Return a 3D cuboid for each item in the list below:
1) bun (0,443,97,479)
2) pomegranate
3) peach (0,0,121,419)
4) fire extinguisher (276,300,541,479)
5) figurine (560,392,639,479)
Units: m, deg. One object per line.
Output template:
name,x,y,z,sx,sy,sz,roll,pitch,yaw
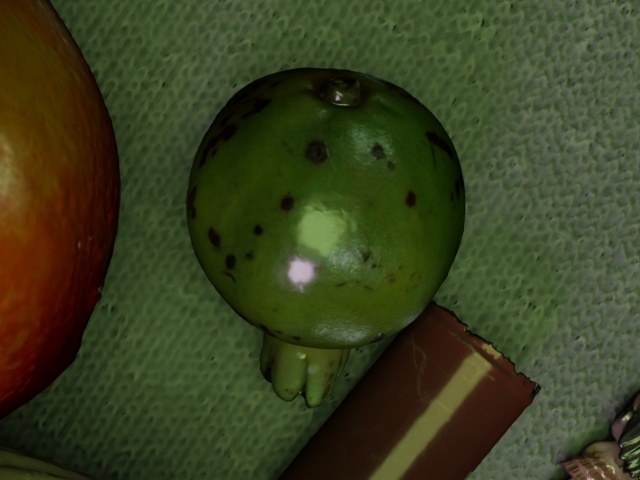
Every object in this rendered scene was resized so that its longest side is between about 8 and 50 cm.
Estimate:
bun,-0.156,0.256,0.756,0.234,0.362,0.326,-41,137,-7
pomegranate,0.000,0.000,0.865,0.202,0.202,0.248,8,123,-5
peach,-0.298,-0.040,0.744,0.388,0.388,0.388,0,93,-5
fire extinguisher,0.027,0.213,0.904,0.147,0.106,0.337,39,90,-3
figurine,0.231,0.167,0.945,0.129,0.054,0.072,-42,99,0
